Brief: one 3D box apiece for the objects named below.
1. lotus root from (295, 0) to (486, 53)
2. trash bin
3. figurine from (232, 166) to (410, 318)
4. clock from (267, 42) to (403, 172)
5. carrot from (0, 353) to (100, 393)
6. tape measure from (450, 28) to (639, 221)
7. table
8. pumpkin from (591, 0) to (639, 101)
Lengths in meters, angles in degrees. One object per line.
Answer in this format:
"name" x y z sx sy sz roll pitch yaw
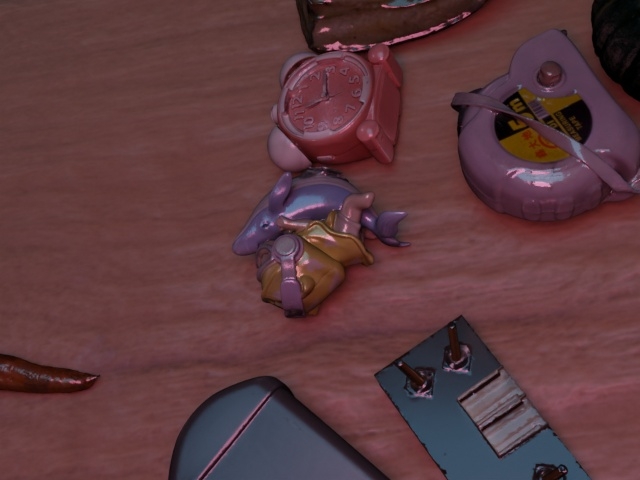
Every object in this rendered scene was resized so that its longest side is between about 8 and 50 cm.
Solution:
"lotus root" 0.104 -0.377 1.351 0.314 0.210 0.142 -17 27 11
"trash bin" -0.047 0.263 1.122 0.236 0.101 0.176 36 77 22
"figurine" 0.000 0.000 1.216 0.209 0.128 0.183 -2 68 8
"clock" 0.016 -0.161 1.310 0.162 0.093 0.165 -1 66 23
"carrot" -0.378 0.166 1.277 0.224 0.057 0.057 5 67 11
"tape measure" 0.256 -0.118 1.206 0.197 0.120 0.236 -25 58 -5
"table" 0.168 0.195 1.091 0.122 0.111 0.240 -35 63 -4
"pumpkin" 0.423 -0.258 1.209 0.221 0.162 0.220 -2 75 7
